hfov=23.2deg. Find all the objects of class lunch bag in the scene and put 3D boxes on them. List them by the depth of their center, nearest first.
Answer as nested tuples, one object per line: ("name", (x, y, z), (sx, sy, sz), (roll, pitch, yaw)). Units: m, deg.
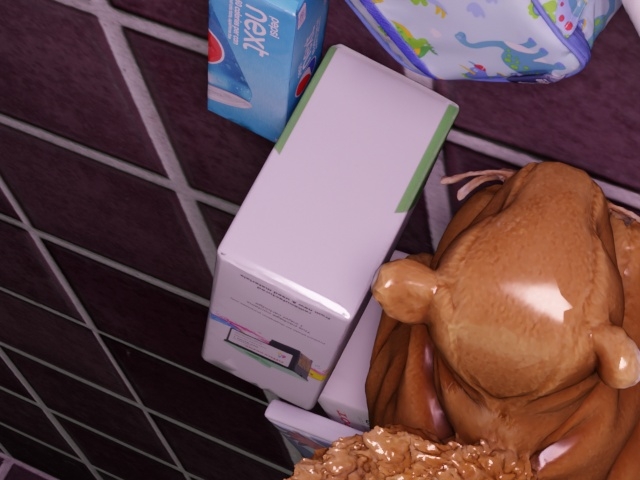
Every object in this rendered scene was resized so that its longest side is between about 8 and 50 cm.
("lunch bag", (0.069, -0.187, 0.941), (0.176, 0.090, 0.219), (8, 150, 47))

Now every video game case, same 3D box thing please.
("video game case", (0.063, 0.228, 1.499), (0.201, 0.023, 0.183), (17, 158, 33))

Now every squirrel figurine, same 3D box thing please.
("squirrel figurine", (0.131, 0.135, 1.153), (0.281, 0.397, 0.370), (24, 163, 10))

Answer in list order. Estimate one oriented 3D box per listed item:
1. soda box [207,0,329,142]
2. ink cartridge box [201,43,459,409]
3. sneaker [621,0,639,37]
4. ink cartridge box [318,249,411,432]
("soda box", (-0.040, -0.155, 1.171), (0.071, 0.067, 0.210), (26, 158, 6))
("ink cartridge box", (0.000, 0.000, 1.282), (0.117, 0.201, 0.278), (27, 159, 3))
("sneaker", (0.193, -0.176, 0.826), (0.129, 0.111, 0.297), (34, 160, 33))
("ink cartridge box", (0.148, 0.146, 1.472), (0.232, 0.168, 0.171), (18, 157, 27))
